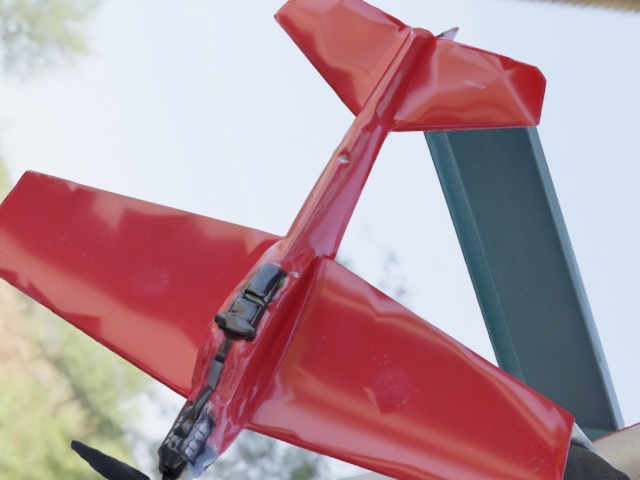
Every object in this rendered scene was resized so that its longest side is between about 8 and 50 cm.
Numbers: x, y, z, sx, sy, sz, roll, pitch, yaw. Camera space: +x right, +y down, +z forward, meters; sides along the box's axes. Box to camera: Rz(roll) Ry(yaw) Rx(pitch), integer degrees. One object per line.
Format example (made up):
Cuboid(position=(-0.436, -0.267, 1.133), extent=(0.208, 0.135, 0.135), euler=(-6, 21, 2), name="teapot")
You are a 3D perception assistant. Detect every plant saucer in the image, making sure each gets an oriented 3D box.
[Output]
Cuboid(position=(0.109, 0.023, 0.976), extent=(0.067, 0.018, 0.192), euler=(1, -61, 42), name="plant saucer")

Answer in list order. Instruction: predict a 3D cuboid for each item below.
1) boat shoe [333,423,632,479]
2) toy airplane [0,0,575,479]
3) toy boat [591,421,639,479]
Cuboid(position=(0.015, 0.122, 0.589), extent=(0.079, 0.233, 0.084), euler=(51, -39, 33), name="boat shoe")
Cuboid(position=(0.000, 0.000, 0.431), extent=(0.151, 0.151, 0.028), euler=(58, -13, 28), name="toy airplane")
Cuboid(position=(0.207, 0.157, 0.905), extent=(0.151, 0.231, 0.151), euler=(36, 36, -62), name="toy boat")
